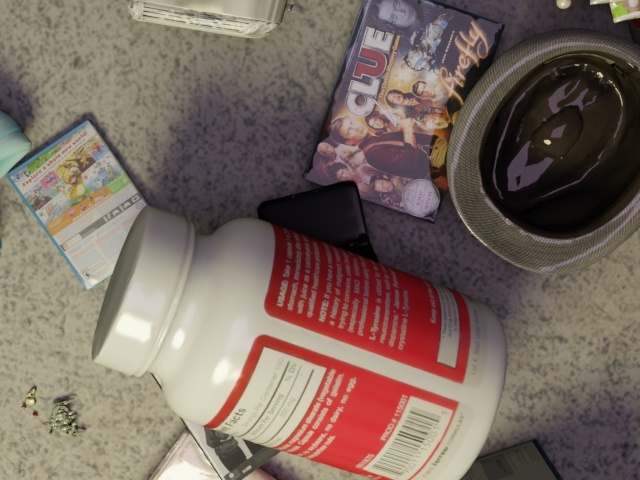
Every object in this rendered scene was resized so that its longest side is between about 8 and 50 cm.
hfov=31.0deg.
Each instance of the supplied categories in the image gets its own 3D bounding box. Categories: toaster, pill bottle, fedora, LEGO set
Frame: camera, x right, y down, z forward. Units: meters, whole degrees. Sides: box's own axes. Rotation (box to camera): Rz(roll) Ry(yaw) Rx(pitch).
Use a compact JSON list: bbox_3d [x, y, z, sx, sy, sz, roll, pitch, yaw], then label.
[{"bbox_3d":[-0.127,-0.306,1.273,0.227,0.129,0.146,9,100,-4],"label":"toaster"},{"bbox_3d":[-0.025,0.112,1.245,0.408,0.229,0.229,21,97,-16],"label":"pill bottle"},{"bbox_3d":[0.266,-0.106,1.308,0.244,0.124,0.275,30,95,-5],"label":"fedora"},{"bbox_3d":[-0.322,0.212,1.390,0.083,0.023,0.054,14,97,-3],"label":"LEGO set"}]

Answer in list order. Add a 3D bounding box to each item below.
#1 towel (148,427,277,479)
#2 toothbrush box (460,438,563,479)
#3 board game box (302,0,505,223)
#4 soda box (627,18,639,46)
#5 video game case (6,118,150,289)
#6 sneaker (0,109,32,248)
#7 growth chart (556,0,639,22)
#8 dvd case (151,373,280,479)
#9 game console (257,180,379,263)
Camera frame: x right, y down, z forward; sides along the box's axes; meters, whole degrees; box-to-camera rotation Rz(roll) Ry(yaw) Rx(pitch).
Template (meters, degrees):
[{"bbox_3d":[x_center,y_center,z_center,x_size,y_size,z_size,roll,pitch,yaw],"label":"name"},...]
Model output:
[{"bbox_3d":[-0.112,0.438,1.410,0.332,0.053,0.317,35,96,-6],"label":"towel"},{"bbox_3d":[0.257,0.412,1.332,0.126,0.216,0.295,-18,97,2],"label":"toothbrush box"},{"bbox_3d":[0.094,-0.160,1.339,0.165,0.042,0.243,18,97,-3],"label":"board game box"},{"bbox_3d":[0.379,-0.323,1.294,0.091,0.098,0.286,-19,97,4],"label":"soda box"},{"bbox_3d":[-0.274,-0.042,1.362,0.119,0.015,0.166,-33,97,4],"label":"video game case"},{"bbox_3d":[-0.450,0.007,1.301,0.150,0.135,0.365,29,96,3],"label":"sneaker"},{"bbox_3d":[0.361,-0.312,1.236,0.237,0.021,0.171,0,99,1],"label":"growth chart"},{"bbox_3d":[-0.101,0.142,1.357,0.179,0.029,0.238,-34,96,-15],"label":"dvd case"},{"bbox_3d":[0.000,0.000,1.351,0.122,0.071,0.107,-13,143,11],"label":"game console"}]
